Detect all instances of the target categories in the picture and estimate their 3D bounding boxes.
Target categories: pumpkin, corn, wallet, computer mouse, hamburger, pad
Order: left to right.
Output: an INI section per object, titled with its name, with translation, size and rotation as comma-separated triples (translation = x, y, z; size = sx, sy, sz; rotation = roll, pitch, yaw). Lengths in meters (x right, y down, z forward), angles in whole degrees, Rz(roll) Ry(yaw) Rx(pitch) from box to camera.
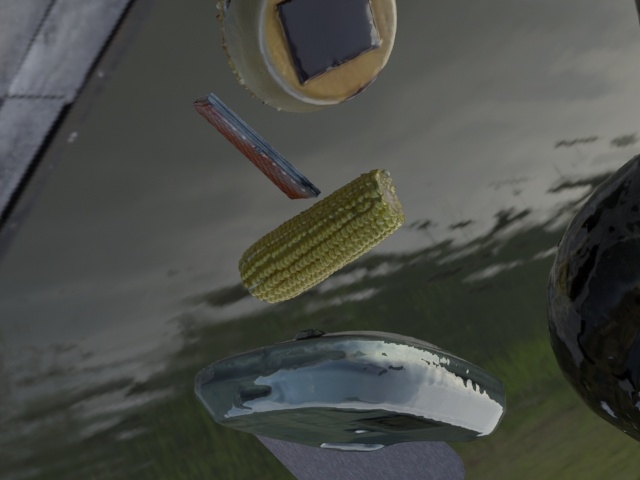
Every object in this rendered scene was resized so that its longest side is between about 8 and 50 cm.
[wallet]
translation = -0.089, -0.123, 1.352
size = 0.020, 0.196, 0.103
rotation = -51, -163, -11
[hamburger]
translation = -0.020, -0.346, 1.580
size = 0.302, 0.170, 0.302
rotation = -10, 109, -31
[corn]
translation = 0.000, 0.000, 1.295
size = 0.244, 0.093, 0.093
rotation = -32, 160, 29
[pad]
translation = 0.040, 0.259, 1.293
size = 0.176, 0.266, 0.002
rotation = -48, 172, 12
[computer mouse]
translation = 0.035, 0.121, 0.851
size = 0.197, 0.095, 0.331
rotation = -15, 157, 24
[pumpkin]
translation = 0.496, 0.069, 1.215
size = 0.454, 0.344, 0.454
rotation = -6, 123, -10

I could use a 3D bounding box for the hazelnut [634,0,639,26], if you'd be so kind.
[hazelnut]
translation = 0.480, -0.242, 0.803
size = 0.402, 0.402, 0.429
rotation = -2, 136, -50
